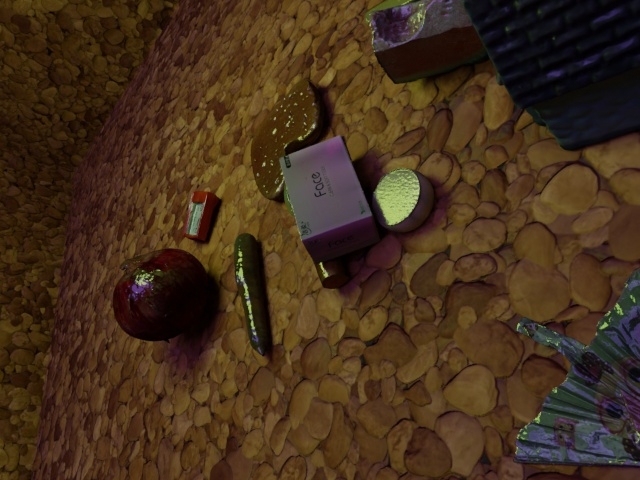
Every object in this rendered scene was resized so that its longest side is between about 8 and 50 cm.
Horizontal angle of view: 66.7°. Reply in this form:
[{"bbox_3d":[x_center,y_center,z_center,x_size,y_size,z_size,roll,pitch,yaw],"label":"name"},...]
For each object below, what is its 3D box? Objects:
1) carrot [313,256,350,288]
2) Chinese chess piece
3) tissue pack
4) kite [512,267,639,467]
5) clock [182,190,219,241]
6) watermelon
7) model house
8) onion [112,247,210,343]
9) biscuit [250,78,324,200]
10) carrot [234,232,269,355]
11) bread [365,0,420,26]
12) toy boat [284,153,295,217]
[{"bbox_3d":[0.000,0.000,1.044,0.067,0.067,0.225,-45,46,27],"label":"carrot"},{"bbox_3d":[0.154,-0.075,0.911,0.122,0.051,0.122,-22,58,41],"label":"Chinese chess piece"},{"bbox_3d":[0.018,-0.090,1.001,0.148,0.092,0.246,-20,51,4],"label":"tissue pack"},{"bbox_3d":[0.350,0.171,0.591,0.323,0.013,0.268,-59,39,10],"label":"kite"},{"bbox_3d":[-0.374,-0.073,1.529,0.113,0.061,0.155,8,82,51],"label":"clock"},{"bbox_3d":[0.206,-0.374,0.877,0.318,0.226,0.148,15,118,58],"label":"watermelon"},{"bbox_3d":[0.344,-0.331,0.581,0.360,0.339,0.297,-12,65,47],"label":"model house"},{"bbox_3d":[-0.442,0.143,1.349,0.276,0.276,0.276,-25,55,41],"label":"onion"},{"bbox_3d":[-0.079,-0.256,1.274,0.277,0.052,0.262,-43,49,27],"label":"biscuit"},{"bbox_3d":[-0.171,0.127,1.187,0.070,0.070,0.342,-39,48,32],"label":"carrot"},{"bbox_3d":[0.202,-0.496,1.028,0.226,0.088,0.049,-8,69,49],"label":"bread"},{"bbox_3d":[-0.051,-0.126,1.163,0.066,0.065,0.172,-39,53,50],"label":"toy boat"}]
